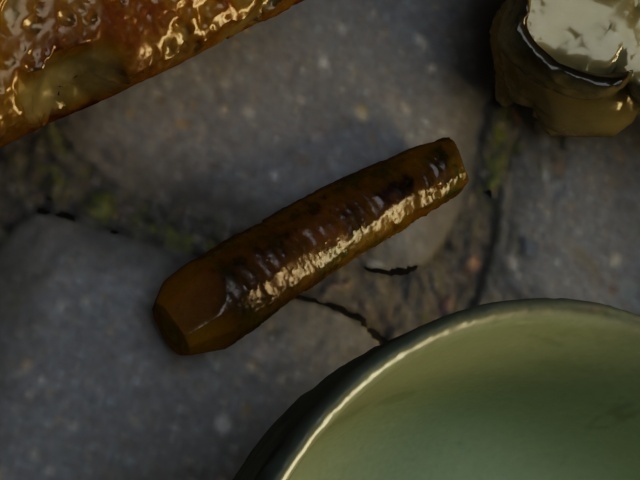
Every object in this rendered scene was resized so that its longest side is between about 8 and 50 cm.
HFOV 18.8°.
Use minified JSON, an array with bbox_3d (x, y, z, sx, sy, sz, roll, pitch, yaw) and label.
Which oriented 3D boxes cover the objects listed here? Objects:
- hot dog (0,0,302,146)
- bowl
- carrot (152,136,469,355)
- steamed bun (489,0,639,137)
[{"bbox_3d":[-0.118,-0.130,0.794,0.257,0.150,0.153,-29,100,-26],"label":"hot dog"},{"bbox_3d":[0.070,0.187,0.779,0.307,0.163,0.307,6,74,-22],"label":"bowl"},{"bbox_3d":[0.000,0.000,0.865,0.171,0.042,0.042,-29,90,-28],"label":"carrot"},{"bbox_3d":[0.169,-0.131,0.936,0.192,0.106,0.177,12,77,-11],"label":"steamed bun"}]
